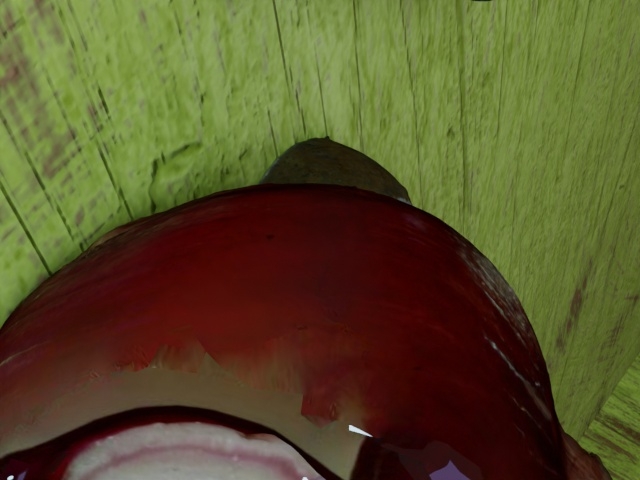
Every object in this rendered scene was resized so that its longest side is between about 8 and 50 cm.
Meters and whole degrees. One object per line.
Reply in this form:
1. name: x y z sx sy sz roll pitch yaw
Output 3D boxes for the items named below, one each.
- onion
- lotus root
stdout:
1. onion: -0.019 0.135 0.580 0.341 0.341 0.341 -45 154 -30
2. lotus root: -0.002 0.001 0.740 0.112 0.081 0.122 -23 139 -43
